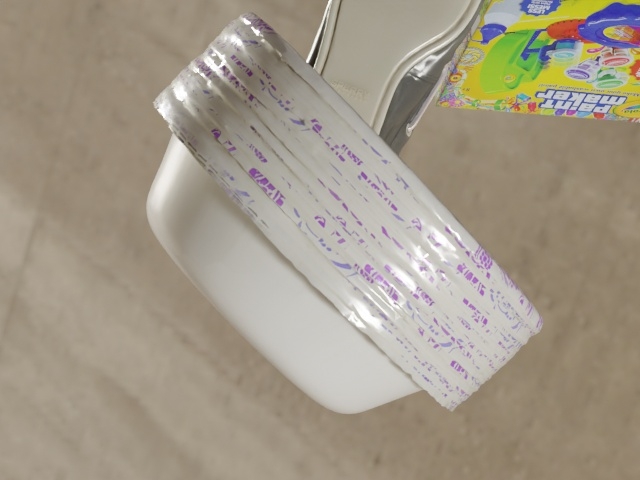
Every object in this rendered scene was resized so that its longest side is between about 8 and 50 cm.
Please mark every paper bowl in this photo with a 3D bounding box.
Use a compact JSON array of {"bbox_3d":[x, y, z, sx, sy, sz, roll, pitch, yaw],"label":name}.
[{"bbox_3d":[0.000,0.000,1.225,0.284,0.148,0.284,45,-179,-1],"label":"paper bowl"}]

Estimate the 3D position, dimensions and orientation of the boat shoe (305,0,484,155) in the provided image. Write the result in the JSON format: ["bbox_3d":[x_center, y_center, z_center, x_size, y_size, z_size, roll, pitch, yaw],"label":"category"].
[{"bbox_3d":[0.040,-0.137,1.541,0.112,0.335,0.095,28,171,2],"label":"boat shoe"}]

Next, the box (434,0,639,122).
[{"bbox_3d":[0.297,-0.285,2.125,0.290,0.279,0.177,3,-119,-13],"label":"box"}]
